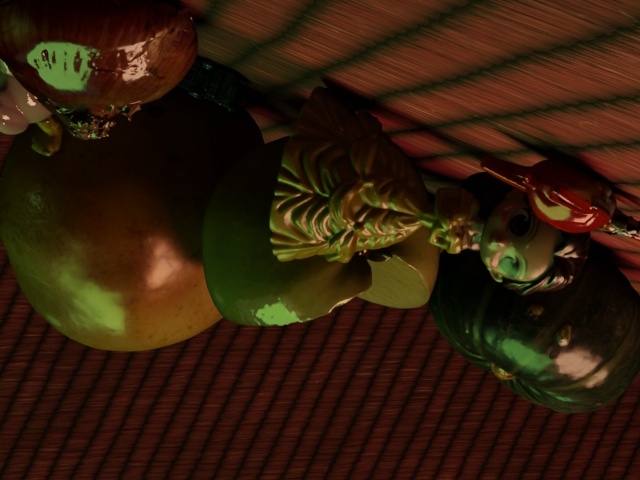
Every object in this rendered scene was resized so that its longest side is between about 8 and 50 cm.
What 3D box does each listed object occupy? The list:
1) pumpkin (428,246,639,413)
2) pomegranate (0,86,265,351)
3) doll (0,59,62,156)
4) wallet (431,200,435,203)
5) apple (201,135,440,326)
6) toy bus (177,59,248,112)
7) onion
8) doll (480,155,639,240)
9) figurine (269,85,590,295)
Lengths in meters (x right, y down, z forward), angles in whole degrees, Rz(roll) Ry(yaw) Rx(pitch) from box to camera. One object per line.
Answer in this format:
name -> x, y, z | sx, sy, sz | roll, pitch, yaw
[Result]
pumpkin -> 0.283, 0.089, 1.615 | 0.300, 0.207, 0.300 | 38, 172, 6
pomegranate -> -0.262, -0.052, 1.775 | 0.417, 0.416, 0.416 | 26, 178, 1
doll -> -0.361, -0.227, 1.450 | 0.094, 0.160, 0.365 | 21, 162, 12
wallet -> 0.066, -0.089, 1.881 | 0.230, 0.042, 0.124 | 27, -179, -2
apple -> 0.004, -0.020, 1.564 | 0.295, 0.233, 0.258 | -3, 180, -26
toy bus -> -0.167, -0.211, 1.607 | 0.166, 0.047, 0.065 | 26, -177, 30
onion -> -0.238, -0.186, 1.290 | 0.230, 0.163, 0.230 | 6, -171, -1
doll -> 0.232, -0.031, 1.135 | 0.169, 0.057, 0.109 | 28, 180, -35
figurine -> 0.124, -0.029, 1.310 | 0.315, 0.187, 0.168 | 16, 171, 15
